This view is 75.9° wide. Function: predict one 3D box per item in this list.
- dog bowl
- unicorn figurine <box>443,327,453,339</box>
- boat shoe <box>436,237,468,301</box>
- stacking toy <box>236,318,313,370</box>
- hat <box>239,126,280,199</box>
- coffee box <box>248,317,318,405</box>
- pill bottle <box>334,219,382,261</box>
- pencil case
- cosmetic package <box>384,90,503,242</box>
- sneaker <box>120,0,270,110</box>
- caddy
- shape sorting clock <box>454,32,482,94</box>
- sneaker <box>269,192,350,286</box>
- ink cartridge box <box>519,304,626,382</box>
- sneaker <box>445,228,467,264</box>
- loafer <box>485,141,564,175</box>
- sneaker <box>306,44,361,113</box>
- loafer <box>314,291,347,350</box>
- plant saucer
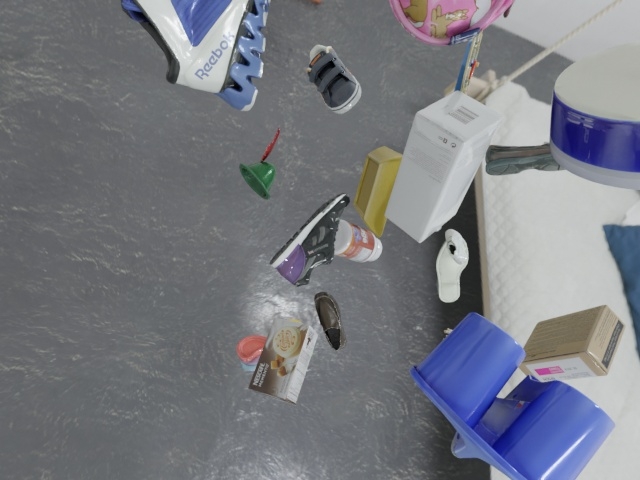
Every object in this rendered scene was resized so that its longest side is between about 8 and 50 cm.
[{"bbox_3d":[0.483,-0.192,0.593,0.265,0.264,0.104,-44,133,-26],"label":"dog bowl"},{"bbox_3d":[0.481,0.317,1.387,0.162,0.111,0.060,-34,118,-56],"label":"unicorn figurine"},{"bbox_3d":[0.514,0.099,1.636,0.116,0.320,0.099,-1,34,9],"label":"boat shoe"},{"bbox_3d":[-0.175,0.483,1.708,0.308,0.279,0.131,-18,115,-24],"label":"stacking toy"},{"bbox_3d":[-0.189,-0.281,1.576,0.183,0.208,0.173,-44,98,-15],"label":"hat"},{"bbox_3d":[-0.120,0.399,1.369,0.098,0.141,0.247,61,43,-52],"label":"coffee box"},{"bbox_3d":[0.120,0.009,1.437,0.216,0.121,0.121,18,69,-46],"label":"pill bottle"},{"bbox_3d":[0.211,-0.411,0.618,0.167,0.160,0.386,45,38,-13],"label":"pencil case"},{"bbox_3d":[0.328,-0.192,1.143,0.196,0.366,0.155,-33,62,-31],"label":"cosmetic package"},{"bbox_3d":[-0.160,-0.343,0.536,0.182,0.127,0.316,0,111,-27],"label":"sneaker"},{"bbox_3d":[0.258,0.252,0.620,0.241,0.341,0.179,40,89,24],"label":"caddy"},{"bbox_3d":[0.415,-0.488,1.129,0.040,0.206,0.206,19,67,14],"label":"shape sorting clock"},{"bbox_3d":[0.000,0.000,1.114,0.124,0.107,0.283,44,81,-8],"label":"sneaker"},{"bbox_3d":[0.701,0.297,1.159,0.088,0.235,0.193,48,58,2],"label":"ink cartridge box"},{"bbox_3d":[0.462,0.010,1.422,0.061,0.053,0.152,32,35,-30],"label":"sneaker"},{"bbox_3d":[0.581,-0.234,1.094,0.267,0.096,0.084,-3,73,18],"label":"loafer"},{"bbox_3d":[0.029,-0.524,1.317,0.127,0.126,0.321,36,24,-37],"label":"sneaker"},{"bbox_3d":[0.039,0.283,1.429,0.080,0.078,0.220,-23,93,9],"label":"loafer"},{"bbox_3d":[0.222,-0.219,1.704,0.080,0.333,0.333,11,108,-11],"label":"plant saucer"}]
